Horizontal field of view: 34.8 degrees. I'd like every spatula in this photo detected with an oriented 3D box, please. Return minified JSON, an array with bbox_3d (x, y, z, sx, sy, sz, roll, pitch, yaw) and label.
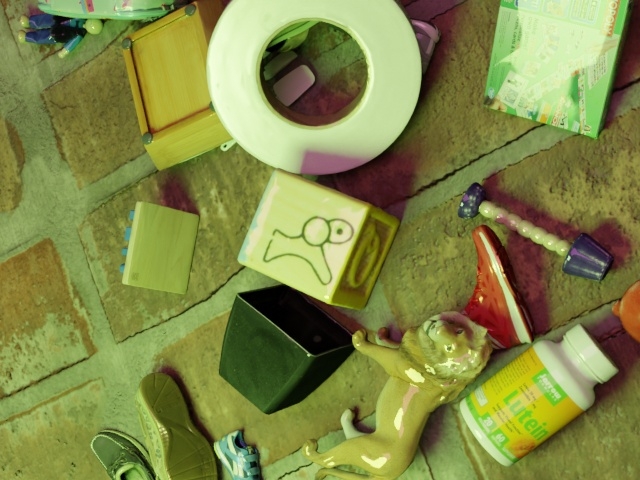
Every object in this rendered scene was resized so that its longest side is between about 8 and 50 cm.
[{"bbox_3d":[-0.139,-0.299,2.035,0.242,0.019,0.168,-39,72,12],"label":"spatula"}]

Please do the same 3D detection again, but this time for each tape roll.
[{"bbox_3d":[-0.012,-0.309,1.841,0.392,0.072,0.392,1,115,2],"label":"tape roll"}]

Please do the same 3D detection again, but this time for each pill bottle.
[{"bbox_3d":[0.366,0.251,1.699,0.246,0.136,0.136,-40,71,12],"label":"pill bottle"}]

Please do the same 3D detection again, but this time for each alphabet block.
[{"bbox_3d":[0.000,0.000,1.847,0.197,0.193,0.192,24,93,22],"label":"alphabet block"}]

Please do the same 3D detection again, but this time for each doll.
[{"bbox_3d":[-0.555,-0.454,2.203,0.189,0.046,0.129,-2,73,15],"label":"doll"}]

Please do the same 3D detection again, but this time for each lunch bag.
[{"bbox_3d":[-0.410,-0.503,2.063,0.279,0.224,0.107,9,107,22],"label":"lunch bag"}]

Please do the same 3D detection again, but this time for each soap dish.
[{"bbox_3d":[-0.269,-0.315,2.025,0.229,0.118,0.290,-21,73,20],"label":"soap dish"}]

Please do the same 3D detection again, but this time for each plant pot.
[{"bbox_3d":[-0.073,0.207,1.864,0.188,0.187,0.167,36,110,22],"label":"plant pot"}]

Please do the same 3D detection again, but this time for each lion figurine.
[{"bbox_3d":[0.137,0.290,1.768,0.240,0.142,0.392,25,99,36],"label":"lion figurine"}]

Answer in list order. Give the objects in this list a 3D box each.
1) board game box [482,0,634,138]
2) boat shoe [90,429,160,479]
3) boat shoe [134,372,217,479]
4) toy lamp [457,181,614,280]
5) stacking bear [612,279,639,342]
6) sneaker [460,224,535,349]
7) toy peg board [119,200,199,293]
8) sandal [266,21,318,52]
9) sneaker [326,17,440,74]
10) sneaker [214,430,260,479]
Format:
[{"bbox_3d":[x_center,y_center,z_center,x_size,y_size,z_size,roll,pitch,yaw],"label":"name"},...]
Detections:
[{"bbox_3d":[0.403,-0.349,1.724,0.214,0.046,0.317,20,124,22],"label":"board game box"},{"bbox_3d":[-0.371,0.448,1.996,0.223,0.073,0.080,37,97,21],"label":"boat shoe"},{"bbox_3d":[-0.280,0.395,1.965,0.089,0.105,0.285,-48,58,50],"label":"boat shoe"},{"bbox_3d":[0.371,-0.012,1.765,0.275,0.080,0.080,27,93,22],"label":"toy lamp"},{"bbox_3d":[0.574,0.160,1.589,0.175,0.164,0.289,-36,35,1],"label":"stacking bear"},{"bbox_3d":[0.275,0.092,1.767,0.128,0.087,0.221,-21,91,21],"label":"sneaker"},{"bbox_3d":[-0.332,0.013,2.001,0.079,0.161,0.161,6,85,38],"label":"toy peg board"},{"bbox_3d":[-0.061,-0.400,1.918,0.303,0.086,0.120,-22,50,11],"label":"sandal"},{"bbox_3d":[0.101,-0.358,1.915,0.229,0.086,0.132,15,91,21],"label":"sneaker"},{"bbox_3d":[-0.141,0.422,1.921,0.059,0.053,0.144,-41,72,9],"label":"sneaker"}]
